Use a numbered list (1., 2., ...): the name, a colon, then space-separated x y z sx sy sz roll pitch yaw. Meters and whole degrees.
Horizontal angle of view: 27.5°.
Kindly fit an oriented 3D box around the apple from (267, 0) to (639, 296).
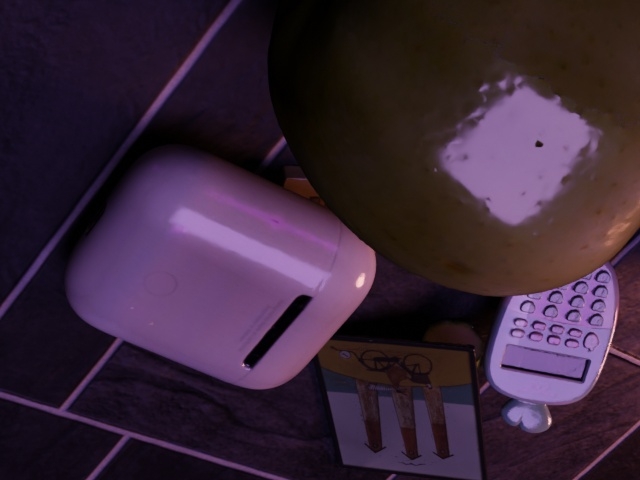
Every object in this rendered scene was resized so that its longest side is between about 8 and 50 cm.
1. apple: 0.167 -0.181 1.362 0.473 0.474 0.474 -9 133 -10

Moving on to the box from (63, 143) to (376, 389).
1. box: -0.126 0.041 1.645 0.349 0.141 0.289 25 123 -24

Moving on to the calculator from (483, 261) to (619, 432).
1. calculator: 0.335 0.143 1.913 0.185 0.041 0.299 10 108 -12

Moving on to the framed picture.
1. framed picture: 0.122 0.254 1.955 0.244 0.013 0.324 4 135 17

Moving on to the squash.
1. squash: 0.191 0.213 1.962 0.095 0.095 0.188 -8 136 -10

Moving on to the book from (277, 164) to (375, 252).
1. book: 0.000 0.000 1.750 0.161 0.026 0.231 1 131 -18
